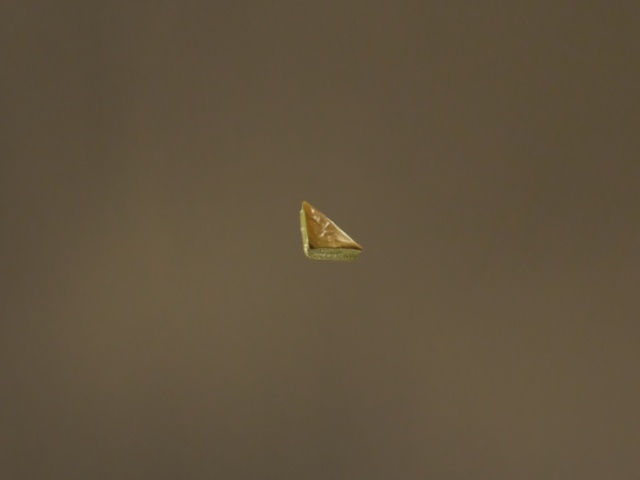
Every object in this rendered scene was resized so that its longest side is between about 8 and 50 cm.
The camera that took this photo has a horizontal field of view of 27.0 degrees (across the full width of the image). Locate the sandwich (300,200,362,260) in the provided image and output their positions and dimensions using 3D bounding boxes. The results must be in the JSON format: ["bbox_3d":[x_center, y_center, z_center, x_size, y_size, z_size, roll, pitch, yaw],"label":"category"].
[{"bbox_3d":[0.000,0.000,1.407,0.083,0.044,0.031,40,-30,12],"label":"sandwich"}]
